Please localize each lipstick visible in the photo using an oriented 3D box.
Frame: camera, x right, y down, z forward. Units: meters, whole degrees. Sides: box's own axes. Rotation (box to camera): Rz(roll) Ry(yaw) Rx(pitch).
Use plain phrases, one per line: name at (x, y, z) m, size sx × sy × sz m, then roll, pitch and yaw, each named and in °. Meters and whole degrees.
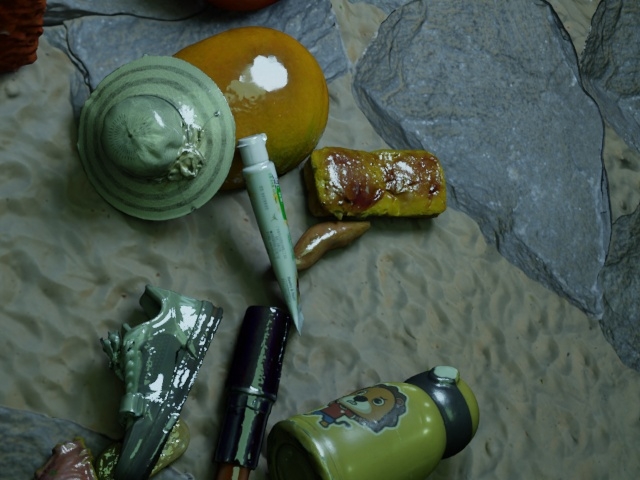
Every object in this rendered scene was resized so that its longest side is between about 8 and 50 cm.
lipstick at (-0.107, 0.243, 1.102) m, size 0.081 × 0.081 × 0.300 m, roll 19°, pitch 66°, yaw -20°

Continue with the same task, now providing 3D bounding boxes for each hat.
hat at (-0.253, -0.150, 1.056) m, size 0.251 × 0.110 × 0.252 m, roll 1°, pitch 96°, yaw 5°

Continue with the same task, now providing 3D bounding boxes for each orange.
orange at (-0.123, -0.230, 1.227) m, size 0.310 × 0.274 × 0.275 m, roll -14°, pitch 80°, yaw -60°

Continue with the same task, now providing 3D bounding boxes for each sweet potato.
sweet potato at (0.000, 0.002, 1.242) m, size 0.202 × 0.058 × 0.055 m, roll -28°, pitch 132°, yaw -26°

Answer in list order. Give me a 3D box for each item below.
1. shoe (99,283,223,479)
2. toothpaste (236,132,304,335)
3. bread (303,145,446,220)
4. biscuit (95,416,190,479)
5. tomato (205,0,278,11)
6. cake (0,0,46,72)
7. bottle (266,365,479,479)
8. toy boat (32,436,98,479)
shoe at (-0.253, 0.192, 1.029) m, size 0.149 × 0.109 × 0.293 m, roll 26°, pitch 56°, yaw -7°
toothpaste at (-0.070, -0.008, 1.141) m, size 0.058 × 0.056 × 0.315 m, roll -27°, pitch 108°, yaw -38°
bread at (0.103, -0.096, 1.297) m, size 0.270 × 0.077 × 0.139 m, roll 0°, pitch 69°, yaw -28°
biscuit at (-0.254, 0.304, 1.050) m, size 0.147 × 0.018 × 0.071 m, roll -29°, pitch 90°, yaw -31°
tomato at (-0.135, -0.563, 1.210) m, size 0.341 × 0.272 × 0.342 m, roll 7°, pitch 73°, yaw -24°
cake at (-0.538, -0.393, 0.967) m, size 0.269 × 0.270 × 0.320 m, roll -16°, pitch 83°, yaw -29°
bottle at (0.100, 0.304, 1.138) m, size 0.351 × 0.171 × 0.172 m, roll -15°, pitch 82°, yaw -36°
toy boat at (-0.334, 0.417, 0.940) m, size 0.140 × 0.099 × 0.318 m, roll -4°, pitch 75°, yaw 1°
